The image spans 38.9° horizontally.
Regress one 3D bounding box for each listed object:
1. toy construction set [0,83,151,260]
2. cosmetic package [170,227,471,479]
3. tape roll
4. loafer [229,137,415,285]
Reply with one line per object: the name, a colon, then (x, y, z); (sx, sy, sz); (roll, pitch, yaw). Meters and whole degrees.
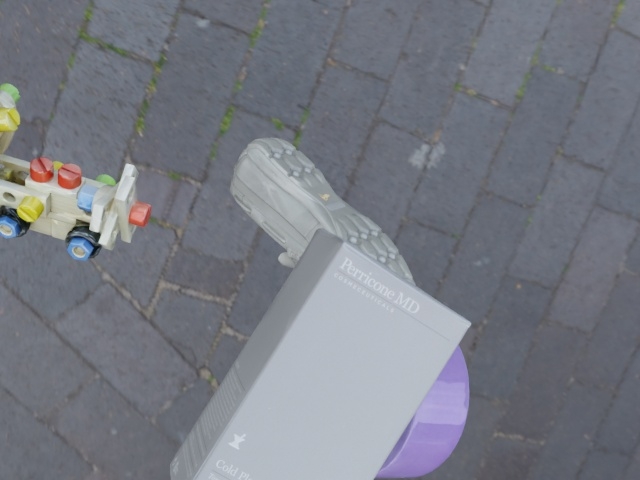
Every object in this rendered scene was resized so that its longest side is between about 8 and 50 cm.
toy construction set: (-0.347, -0.082, 1.142); (0.328, 0.151, 0.215); (26, 134, 11)
cosmetic package: (-0.004, 0.122, 0.709); (0.127, 0.107, 0.238); (31, 93, -13)
tape roll: (0.070, 0.168, 1.011); (0.080, 0.189, 0.189); (11, 105, -39)
loafer: (0.000, 0.000, 1.181); (0.112, 0.319, 0.111); (-13, 145, -50)
